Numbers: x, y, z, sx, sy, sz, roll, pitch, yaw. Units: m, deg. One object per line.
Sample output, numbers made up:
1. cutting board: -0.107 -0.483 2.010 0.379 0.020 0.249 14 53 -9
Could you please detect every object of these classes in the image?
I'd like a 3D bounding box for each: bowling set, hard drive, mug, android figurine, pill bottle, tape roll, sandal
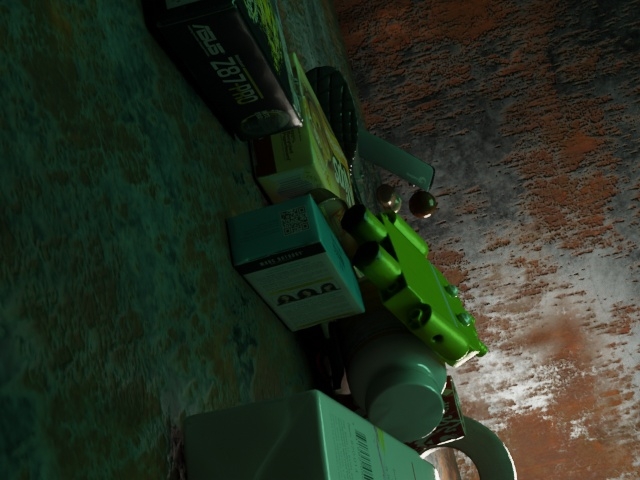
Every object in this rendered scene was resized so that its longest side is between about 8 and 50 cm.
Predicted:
1. bowling set: 0.137 -0.025 2.157 0.154 0.200 0.287 41 38 -78
2. hard drive: 0.104 -0.171 2.082 0.054 0.255 0.172 -63 174 7
3. mug: 0.123 0.262 1.605 0.150 0.169 0.113 41 34 -75
4. android figurine: 0.134 0.066 1.467 0.273 0.056 0.248 42 19 -31
5. pill bottle: 0.100 0.163 1.518 0.245 0.136 0.136 -100 172 -59
6. tape roll: 0.198 0.382 1.718 0.072 0.219 0.219 49 28 -73
7. sandal: 0.010 0.166 1.510 0.179 0.040 0.067 91 -6 -64

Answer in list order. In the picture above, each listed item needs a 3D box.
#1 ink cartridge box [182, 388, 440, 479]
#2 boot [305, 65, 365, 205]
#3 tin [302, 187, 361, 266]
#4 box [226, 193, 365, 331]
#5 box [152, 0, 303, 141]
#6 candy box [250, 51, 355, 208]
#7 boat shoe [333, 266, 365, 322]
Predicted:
1. ink cartridge box: 0.020 0.270 0.928 0.353 0.119 0.207 44 34 -60
2. boot: 0.010 -0.160 1.882 0.222 0.118 0.338 -94 178 -64
3. tin: 0.000 0.000 1.482 0.040 0.106 0.189 44 -11 31
4. box: -0.024 0.033 1.277 0.244 0.101 0.060 59 17 -64
5. box: -0.130 -0.353 1.268 0.318 0.097 0.395 61 15 -70
6. candy box: -0.021 -0.104 1.573 0.316 0.088 0.183 60 18 -62
7. boat shoe: 0.065 0.144 1.714 0.285 0.105 0.089 67 10 17
